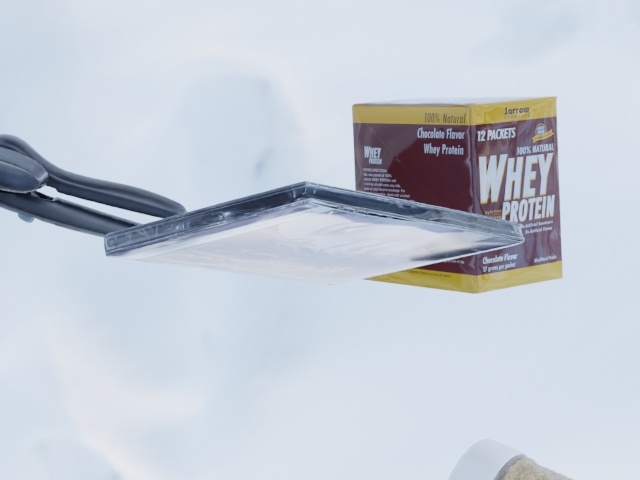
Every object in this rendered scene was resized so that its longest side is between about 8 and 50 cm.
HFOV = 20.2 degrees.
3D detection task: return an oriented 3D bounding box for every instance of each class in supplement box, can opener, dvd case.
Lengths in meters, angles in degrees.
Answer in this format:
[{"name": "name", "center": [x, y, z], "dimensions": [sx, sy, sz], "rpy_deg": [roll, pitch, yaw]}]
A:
[{"name": "supplement box", "center": [0.145, -0.054, 1.915], "dimensions": [0.129, 0.194, 0.191], "rpy_deg": [-8, -171, -38]}, {"name": "can opener", "center": [-0.194, -0.031, 1.378], "dimensions": [0.186, 0.073, 0.059], "rpy_deg": [20, 116, -10]}, {"name": "dvd case", "center": [0.000, 0.000, 1.128], "dimensions": [0.164, 0.018, 0.221], "rpy_deg": [-13, 165, 38]}]

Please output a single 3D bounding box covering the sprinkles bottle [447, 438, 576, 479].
[{"name": "sprinkles bottle", "center": [0.298, 0.325, 1.862], "dimensions": [0.121, 0.355, 0.121], "rpy_deg": [-37, 138, -42]}]
